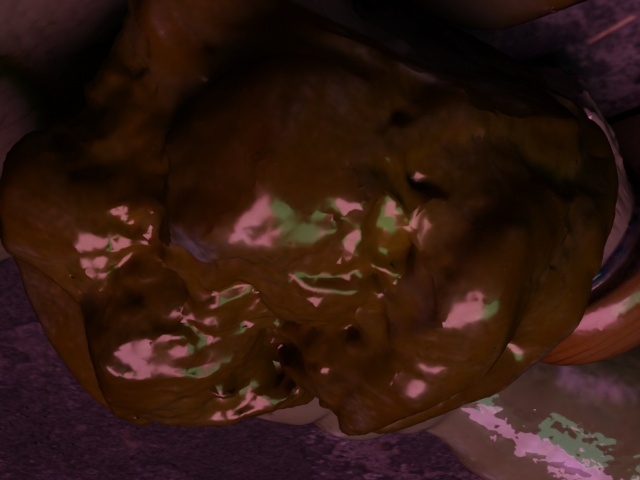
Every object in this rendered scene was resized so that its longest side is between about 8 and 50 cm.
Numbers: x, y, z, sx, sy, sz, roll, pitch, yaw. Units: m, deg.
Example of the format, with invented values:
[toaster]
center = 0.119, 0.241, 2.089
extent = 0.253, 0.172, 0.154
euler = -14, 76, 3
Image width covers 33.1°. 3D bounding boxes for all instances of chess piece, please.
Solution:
[chess piece]
center = 0.132, 0.124, 0.955
extent = 0.442, 0.234, 0.234
euler = 21, 139, -23

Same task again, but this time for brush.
[brush]
center = 0.201, -0.042, 0.775
extent = 0.267, 0.174, 0.166
euler = -35, 127, 10

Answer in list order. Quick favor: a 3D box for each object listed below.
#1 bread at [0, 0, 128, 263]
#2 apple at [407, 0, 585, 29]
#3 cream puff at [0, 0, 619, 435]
[bread]
center = -0.250, -0.083, 0.591
extent = 0.366, 0.129, 0.382
euler = -8, 150, -44
[apple]
center = 0.121, -0.208, 0.413
extent = 0.329, 0.295, 0.365
euler = -23, 142, 16
[cream puff]
center = 0.008, 0.001, 0.601
extent = 0.274, 0.323, 0.269
euler = 32, 114, 19
